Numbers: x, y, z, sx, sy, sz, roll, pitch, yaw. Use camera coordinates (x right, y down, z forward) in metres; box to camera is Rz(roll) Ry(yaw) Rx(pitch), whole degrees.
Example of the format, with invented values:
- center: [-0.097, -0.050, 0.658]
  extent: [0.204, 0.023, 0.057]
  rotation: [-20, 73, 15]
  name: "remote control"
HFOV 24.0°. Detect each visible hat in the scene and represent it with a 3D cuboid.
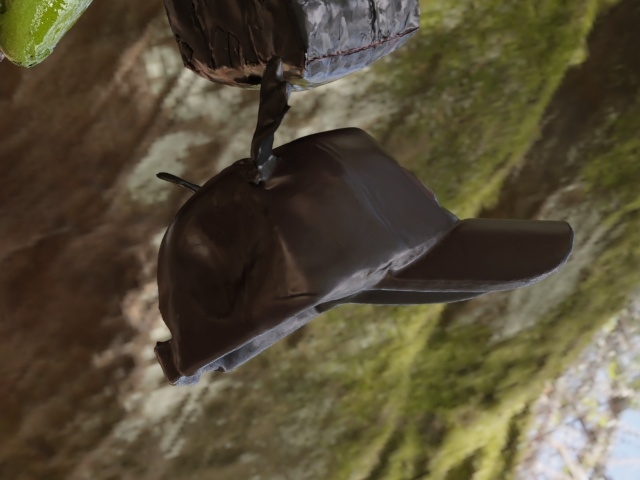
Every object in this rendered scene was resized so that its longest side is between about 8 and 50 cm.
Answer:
- center: [0.015, -0.028, 1.162]
  extent: [0.238, 0.336, 0.208]
  rotation: [133, -58, -78]
  name: "hat"

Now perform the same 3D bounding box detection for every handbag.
- center: [-0.026, -0.225, 1.447]
  extent: [0.215, 0.169, 0.155]
  rotation: [9, -62, 49]
  name: "handbag"

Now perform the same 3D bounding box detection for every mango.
- center: [-0.211, -0.216, 1.207]
  extent: [0.074, 0.091, 0.165]
  rotation: [11, -102, 27]
  name: "mango"

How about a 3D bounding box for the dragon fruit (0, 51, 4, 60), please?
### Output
- center: [-0.382, -0.185, 1.324]
  extent: [0.125, 0.246, 0.125]
  rotation: [14, -86, 34]
  name: "dragon fruit"
